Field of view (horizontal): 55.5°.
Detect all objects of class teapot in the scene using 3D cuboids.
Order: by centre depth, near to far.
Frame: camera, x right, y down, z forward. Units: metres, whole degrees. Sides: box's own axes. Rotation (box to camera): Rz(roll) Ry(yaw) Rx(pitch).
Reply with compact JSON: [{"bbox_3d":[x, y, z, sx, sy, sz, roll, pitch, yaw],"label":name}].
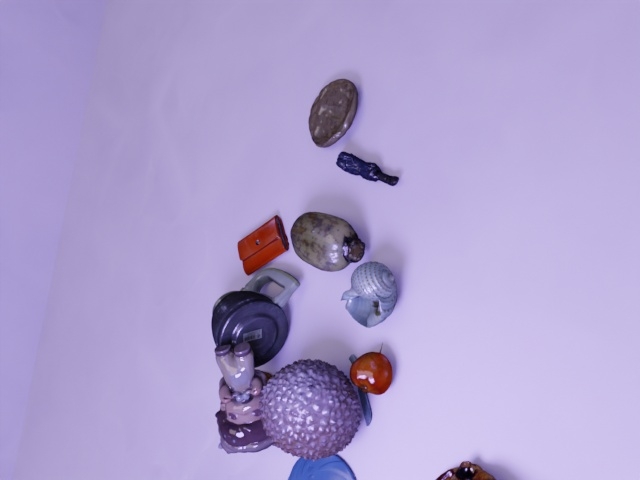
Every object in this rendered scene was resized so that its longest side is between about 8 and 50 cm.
[{"bbox_3d":[-0.243,0.230,2.005,0.239,0.239,0.322,35,108,53],"label":"teapot"}]

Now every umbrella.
[{"bbox_3d":[0.141,-0.213,1.886,0.248,0.071,0.071,33,101,36],"label":"umbrella"}]

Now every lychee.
[{"bbox_3d":[-0.023,0.465,1.718,0.300,0.300,0.300,-11,73,39],"label":"lychee"}]

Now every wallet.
[{"bbox_3d":[-0.205,0.018,2.139,0.204,0.045,0.142,-33,60,30],"label":"wallet"}]

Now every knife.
[{"bbox_3d":[0.120,0.436,1.785,0.028,0.015,0.210,-27,64,26],"label":"knife"}]

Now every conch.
[{"bbox_3d":[0.152,0.147,1.751,0.172,0.131,0.200,61,151,3],"label":"conch"}]

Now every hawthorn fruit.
[{"bbox_3d":[0.150,0.373,1.715,0.125,0.140,0.125,27,131,36],"label":"hawthorn fruit"}]

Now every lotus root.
[{"bbox_3d":[0.000,0.000,1.906,0.309,0.173,0.173,18,92,49],"label":"lotus root"}]

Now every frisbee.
[{"bbox_3d":[-0.005,0.767,1.790,0.289,0.049,0.290,-10,74,39],"label":"frisbee"}]

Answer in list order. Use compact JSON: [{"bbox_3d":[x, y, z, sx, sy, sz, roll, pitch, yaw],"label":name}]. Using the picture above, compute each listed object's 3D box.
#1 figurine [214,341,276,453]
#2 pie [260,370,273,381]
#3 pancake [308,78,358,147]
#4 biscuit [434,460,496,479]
[{"bbox_3d":[-0.230,0.492,1.878,0.248,0.203,0.381,-12,111,1],"label":"figurine"},{"bbox_3d":[-0.206,0.482,2.042,0.191,0.033,0.088,5,76,39],"label":"pie"},{"bbox_3d":[0.041,-0.423,2.034,0.241,0.050,0.242,-21,59,41],"label":"pancake"},{"bbox_3d":[0.344,0.695,1.422,0.289,0.081,0.334,-52,22,28],"label":"biscuit"}]
